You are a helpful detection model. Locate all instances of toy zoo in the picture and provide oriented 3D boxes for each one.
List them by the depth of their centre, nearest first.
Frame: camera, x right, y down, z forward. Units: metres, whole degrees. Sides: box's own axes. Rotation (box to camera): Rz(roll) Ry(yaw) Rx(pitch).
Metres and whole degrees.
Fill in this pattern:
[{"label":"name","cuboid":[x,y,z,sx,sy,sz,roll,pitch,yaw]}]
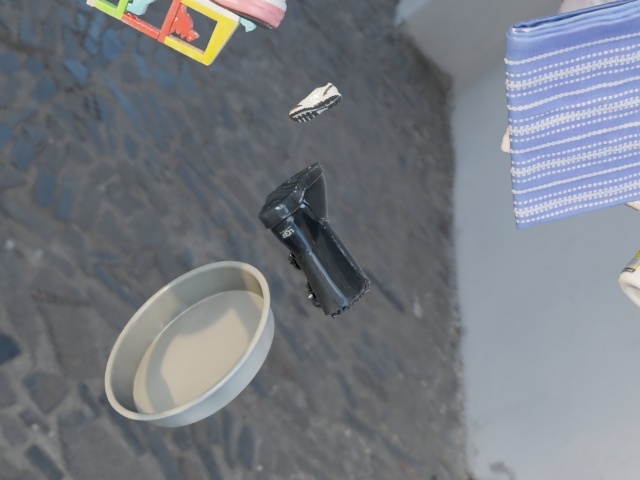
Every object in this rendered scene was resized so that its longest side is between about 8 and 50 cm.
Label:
[{"label":"toy zoo","cuboid":[-0.247,-0.439,2.167,0.293,0.192,0.030,28,21,2]}]

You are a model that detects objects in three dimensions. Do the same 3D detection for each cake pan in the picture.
[{"label":"cake pan","cuboid":[-0.188,0.158,1.831,0.054,0.293,0.293,52,23,-35]}]

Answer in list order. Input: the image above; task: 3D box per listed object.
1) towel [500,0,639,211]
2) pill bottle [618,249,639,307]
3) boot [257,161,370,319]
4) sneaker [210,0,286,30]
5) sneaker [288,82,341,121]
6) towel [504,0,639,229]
[{"label":"towel","cuboid":[0.503,-0.243,2.091,0.317,0.332,0.053,29,16,24]},{"label":"pill bottle","cuboid":[0.547,0.023,1.876,0.103,0.184,0.103,41,-9,8]},{"label":"boot","cuboid":[0.000,0.000,1.965,0.207,0.094,0.246,57,19,-11]},{"label":"sneaker","cuboid":[-0.118,-0.337,1.234,0.314,0.136,0.116,41,13,27]},{"label":"sneaker","cuboid":[-0.013,-0.264,2.358,0.040,0.109,0.044,59,10,-54]},{"label":"towel","cuboid":[0.344,-0.148,1.465,0.336,0.243,0.040,77,1,-48]}]
